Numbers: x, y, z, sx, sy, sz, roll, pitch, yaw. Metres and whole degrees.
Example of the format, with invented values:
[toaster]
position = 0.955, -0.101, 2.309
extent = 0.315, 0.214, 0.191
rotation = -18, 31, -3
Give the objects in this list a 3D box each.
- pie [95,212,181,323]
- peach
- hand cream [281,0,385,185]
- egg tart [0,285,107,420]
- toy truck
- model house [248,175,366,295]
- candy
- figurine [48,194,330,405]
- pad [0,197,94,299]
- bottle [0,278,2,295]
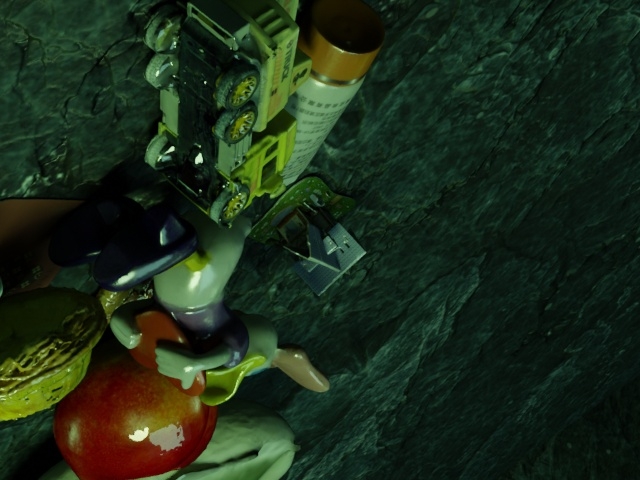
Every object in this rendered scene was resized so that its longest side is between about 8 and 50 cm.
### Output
[pie]
position = -0.206, 0.036, 1.943
extent = 0.088, 0.033, 0.191
rotation = 7, 127, -53
[peach]
position = -0.223, 0.212, 2.048
extent = 0.190, 0.190, 0.192
rotation = 5, 118, -58
[hand cream]
position = -0.022, -0.136, 1.842
extent = 0.140, 0.089, 0.314
rotation = -17, 153, -38
[egg tart]
position = -0.312, 0.122, 1.731
extent = 0.212, 0.212, 0.090
rotation = -27, 113, -25
[toy truck]
position = -0.083, -0.150, 1.687
extent = 0.157, 0.124, 0.272
rotation = -38, 156, -28
[model house]
position = 0.000, 0.000, 2.111
extent = 0.117, 0.088, 0.167
rotation = -42, 156, 8
[candy]
position = -0.249, 0.349, 2.250
extent = 0.427, 0.186, 0.386
rotation = -10, 145, -50
[figurine]
position = -0.132, 0.070, 1.888
extent = 0.193, 0.154, 0.421
rotation = -49, 143, -19
[pad]
position = -0.354, 0.051, 1.794
extent = 0.267, 0.004, 0.181
rotation = -51, 155, 24
[bottle]
position = -0.426, 0.101, 1.653
extent = 0.245, 0.104, 0.104
rotation = -45, 156, 13
